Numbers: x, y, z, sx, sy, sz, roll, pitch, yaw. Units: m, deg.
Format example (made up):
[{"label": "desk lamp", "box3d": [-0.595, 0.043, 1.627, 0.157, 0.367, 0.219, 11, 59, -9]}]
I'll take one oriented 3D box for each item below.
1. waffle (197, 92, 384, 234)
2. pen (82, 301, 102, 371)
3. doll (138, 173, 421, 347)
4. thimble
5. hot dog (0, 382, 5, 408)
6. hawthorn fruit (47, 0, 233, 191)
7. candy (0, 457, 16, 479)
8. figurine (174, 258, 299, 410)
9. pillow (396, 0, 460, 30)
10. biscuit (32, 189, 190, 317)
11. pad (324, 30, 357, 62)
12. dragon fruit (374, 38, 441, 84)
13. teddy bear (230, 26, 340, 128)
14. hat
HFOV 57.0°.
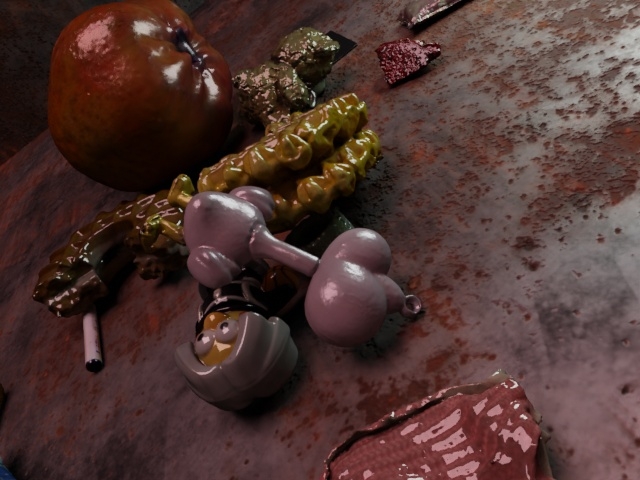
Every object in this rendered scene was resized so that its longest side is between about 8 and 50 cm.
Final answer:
[{"label": "waffle", "box3d": [-0.040, -0.121, 0.954, 0.261, 0.151, 0.324, -16, 21, 29]}, {"label": "pen", "box3d": [-0.462, 0.174, 1.184, 0.033, 0.033, 0.269, -40, 33, 0]}, {"label": "doll", "box3d": [-0.044, 0.020, 0.750, 0.365, 0.094, 0.160, 24, 57, 4]}, {"label": "thimble", "box3d": [0.000, 0.000, 0.915, 0.110, 0.062, 0.084, -40, 33, 0]}, {"label": "hot dog", "box3d": [-0.659, 0.376, 1.106, 0.068, 0.083, 0.289, -15, 37, 2]}, {"label": "hawthorn fruit", "box3d": [-0.450, -0.350, 1.433, 0.472, 0.472, 0.471, -25, 36, 20]}, {"label": "candy", "box3d": [-0.518, 0.424, 0.896, 0.331, 0.077, 0.187, 19, 65, 39]}, {"label": "figurine", "box3d": [-0.107, 0.121, 0.822, 0.176, 0.133, 0.236, -28, 31, 13]}, {"label": "pillow", "box3d": [0.256, -0.525, 1.291, 0.185, 0.043, 0.118, -30, 33, 14]}, {"label": "biscuit", "box3d": [-0.401, 0.009, 1.221, 0.366, 0.115, 0.268, -20, 33, 15]}, {"label": "pad", "box3d": [-0.057, -0.428, 1.513, 0.300, 0.005, 0.202, -39, 34, 2]}, {"label": "dragon fruit", "box3d": [0.186, -0.367, 1.184, 0.131, 0.063, 0.097, -19, 74, 34]}, {"label": "teddy bear", "box3d": [-0.072, -0.364, 1.322, 0.256, 0.156, 0.267, -42, 34, -7]}, {"label": "hat", "box3d": [0.076, 0.254, 0.511, 0.286, 0.107, 0.236, -18, 48, 10]}]
